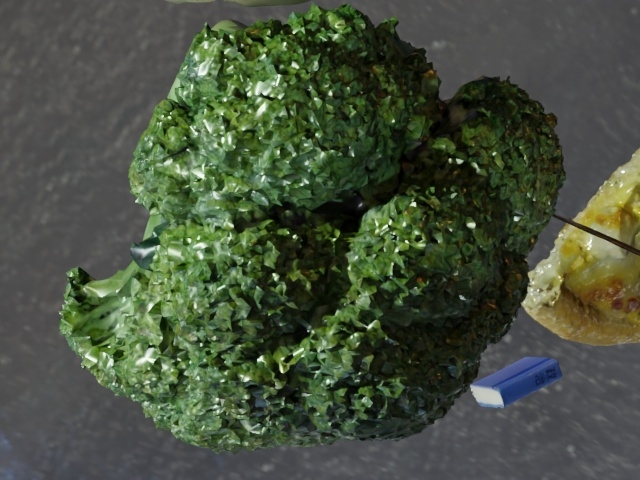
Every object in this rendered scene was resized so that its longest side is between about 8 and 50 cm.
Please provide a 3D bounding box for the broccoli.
[{"bbox_3d":[-0.007,0.005,1.107,0.310,0.413,0.321,23,90,28],"label":"broccoli"}]

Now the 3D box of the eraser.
[{"bbox_3d":[0.220,0.159,1.757,0.063,0.085,0.027,-2,109,64],"label":"eraser"}]

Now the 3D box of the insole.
[{"bbox_3d":[0.268,0.010,1.316,0.004,0.188,0.064,-65,20,7],"label":"insole"}]

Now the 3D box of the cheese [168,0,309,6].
[{"bbox_3d":[-0.012,-0.293,1.073,0.326,0.115,0.318,-30,42,3],"label":"cheese"}]

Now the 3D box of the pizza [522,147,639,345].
[{"bbox_3d":[0.317,-0.021,1.494,0.075,0.280,0.287,40,119,37],"label":"pizza"}]
